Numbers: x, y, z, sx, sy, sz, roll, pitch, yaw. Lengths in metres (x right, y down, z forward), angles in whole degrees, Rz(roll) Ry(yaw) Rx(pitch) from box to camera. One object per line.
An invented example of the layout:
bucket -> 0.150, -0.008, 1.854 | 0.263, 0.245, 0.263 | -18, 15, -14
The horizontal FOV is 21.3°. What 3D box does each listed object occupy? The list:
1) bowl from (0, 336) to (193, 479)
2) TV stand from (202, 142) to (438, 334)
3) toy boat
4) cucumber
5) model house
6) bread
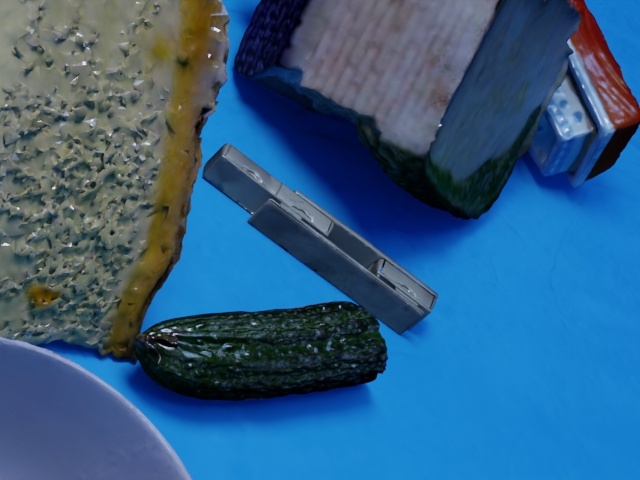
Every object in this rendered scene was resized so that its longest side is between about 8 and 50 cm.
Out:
bowl -> -0.217, 0.213, 1.056 | 0.287, 0.144, 0.287 | 27, 41, -26
TV stand -> 0.000, 0.000, 1.555 | 0.249, 0.036, 0.042 | 37, 39, -14
toy boat -> 0.220, -0.218, 1.902 | 0.133, 0.145, 0.332 | -15, 64, -20
cucumber -> -0.044, 0.094, 1.400 | 0.265, 0.077, 0.077 | -5, 60, -44
model house -> 0.073, -0.193, 1.675 | 0.284, 0.243, 0.298 | 31, 4, 20
bread -> -0.246, -0.105, 1.326 | 0.248, 0.315, 0.279 | 3, 23, -47
